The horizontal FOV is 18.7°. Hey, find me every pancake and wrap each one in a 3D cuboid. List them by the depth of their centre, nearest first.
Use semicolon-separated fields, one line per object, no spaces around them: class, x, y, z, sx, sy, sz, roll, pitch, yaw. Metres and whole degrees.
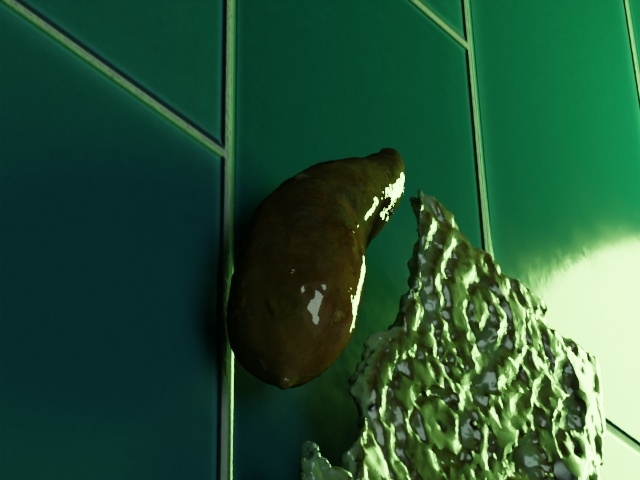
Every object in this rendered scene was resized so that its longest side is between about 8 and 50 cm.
pancake;0.099;0.167;1.409;0.305;0.067;0.427;54;37;-23

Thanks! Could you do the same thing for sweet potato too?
sweet potato;-0.001;-0.002;1.373;0.097;0.097;0.292;52;32;-18
